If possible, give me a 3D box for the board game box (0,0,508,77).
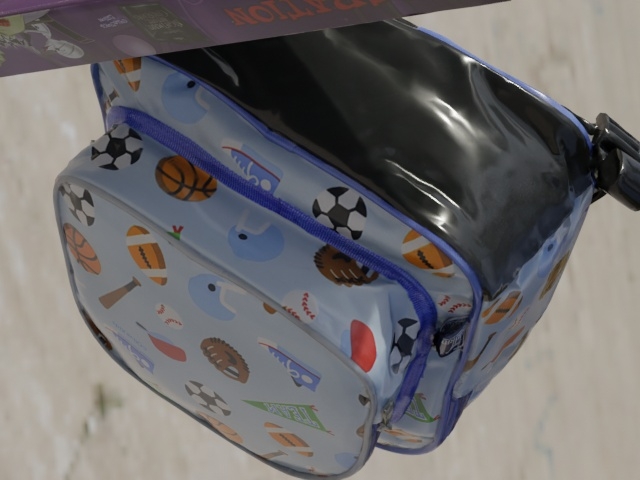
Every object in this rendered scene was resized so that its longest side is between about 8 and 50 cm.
[{"bbox_3d":[-0.042,-0.171,0.786,0.056,0.347,0.208,36,63,-41],"label":"board game box"}]

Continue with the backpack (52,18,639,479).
[{"bbox_3d":[0.000,0.000,0.964,0.213,0.276,0.263,-47,161,-17],"label":"backpack"}]
